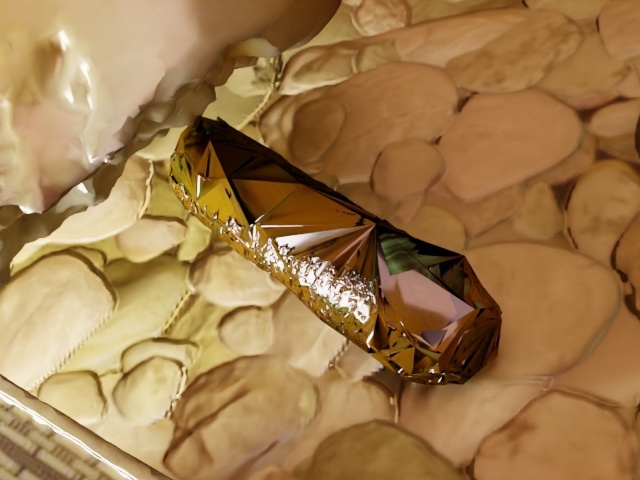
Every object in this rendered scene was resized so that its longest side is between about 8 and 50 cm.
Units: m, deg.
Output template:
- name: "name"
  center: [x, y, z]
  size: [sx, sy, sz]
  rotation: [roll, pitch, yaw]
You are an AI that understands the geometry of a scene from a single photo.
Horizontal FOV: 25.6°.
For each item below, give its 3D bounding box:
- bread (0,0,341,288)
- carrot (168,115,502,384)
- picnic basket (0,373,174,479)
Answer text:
- name: "bread"
  center: [-0.206, -0.111, 0.731]
  size: [0.424, 0.245, 0.329]
  rotation: [-22, 27, 6]
- name: "carrot"
  center: [0.000, 0.001, 0.745]
  size: [0.069, 0.069, 0.229]
  rotation: [-43, 50, -17]
- name: "picnic basket"
  center: [-0.181, 0.215, 0.552]
  size: [0.228, 0.175, 0.313]
  rotation: [26, 64, 34]
